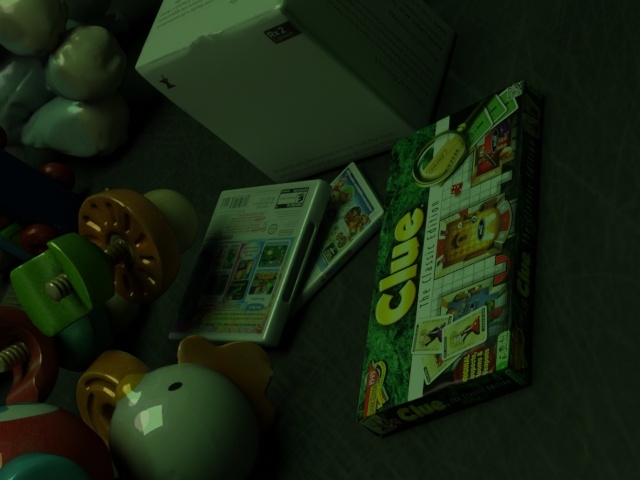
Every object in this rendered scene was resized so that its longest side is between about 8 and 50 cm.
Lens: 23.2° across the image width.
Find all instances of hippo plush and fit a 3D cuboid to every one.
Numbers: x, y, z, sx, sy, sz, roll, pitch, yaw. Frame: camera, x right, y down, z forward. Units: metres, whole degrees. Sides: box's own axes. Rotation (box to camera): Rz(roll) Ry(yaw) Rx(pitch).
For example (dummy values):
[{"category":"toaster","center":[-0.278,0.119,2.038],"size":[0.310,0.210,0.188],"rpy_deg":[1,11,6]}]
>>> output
[{"category":"hippo plush","center":[-0.281,-0.208,1.710],"size":[0.236,0.234,0.294],"rpy_deg":[-61,-14,-44]}]

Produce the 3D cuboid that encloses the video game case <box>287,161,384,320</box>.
[{"category":"video game case","center":[0.000,0.000,1.280],"size":[0.122,0.011,0.087],"rpy_deg":[-46,32,12]}]

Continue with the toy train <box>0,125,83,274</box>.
[{"category":"toy train","center":[-0.382,-0.053,1.600],"size":[0.143,0.248,0.105],"rpy_deg":[-33,38,37]}]

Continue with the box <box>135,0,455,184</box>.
[{"category":"box","center":[-0.020,-0.157,1.295],"size":[0.181,0.182,0.119],"rpy_deg":[-15,46,44]}]

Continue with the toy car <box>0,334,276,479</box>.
[{"category":"toy car","center":[-0.136,0.154,1.155],"size":[0.238,0.210,0.219],"rpy_deg":[-50,19,-18]}]

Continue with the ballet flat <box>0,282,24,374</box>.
[{"category":"ballet flat","center":[-0.298,0.094,1.512],"size":[0.250,0.084,0.058],"rpy_deg":[-32,50,33]}]

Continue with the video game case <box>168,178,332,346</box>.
[{"category":"video game case","center":[-0.061,0.020,1.310],"size":[0.157,0.019,0.143],"rpy_deg":[-4,63,55]}]

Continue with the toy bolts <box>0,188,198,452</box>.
[{"category":"toy bolts","center":[-0.174,0.076,1.345],"size":[0.158,0.218,0.228],"rpy_deg":[-32,4,-40]}]

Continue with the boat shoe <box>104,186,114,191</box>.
[{"category":"boat shoe","center":[-0.193,-0.008,1.503],"size":[0.045,0.050,0.135],"rpy_deg":[-53,22,7]}]

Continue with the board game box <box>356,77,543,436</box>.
[{"category":"board game box","center":[0.097,0.009,1.134],"size":[0.136,0.030,0.259],"rpy_deg":[-28,40,38]}]
